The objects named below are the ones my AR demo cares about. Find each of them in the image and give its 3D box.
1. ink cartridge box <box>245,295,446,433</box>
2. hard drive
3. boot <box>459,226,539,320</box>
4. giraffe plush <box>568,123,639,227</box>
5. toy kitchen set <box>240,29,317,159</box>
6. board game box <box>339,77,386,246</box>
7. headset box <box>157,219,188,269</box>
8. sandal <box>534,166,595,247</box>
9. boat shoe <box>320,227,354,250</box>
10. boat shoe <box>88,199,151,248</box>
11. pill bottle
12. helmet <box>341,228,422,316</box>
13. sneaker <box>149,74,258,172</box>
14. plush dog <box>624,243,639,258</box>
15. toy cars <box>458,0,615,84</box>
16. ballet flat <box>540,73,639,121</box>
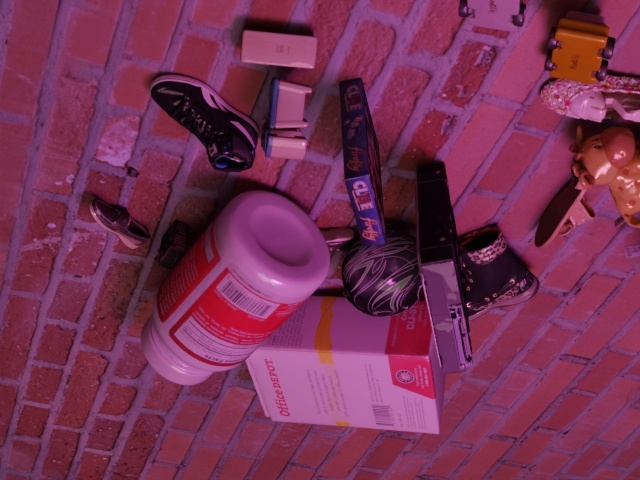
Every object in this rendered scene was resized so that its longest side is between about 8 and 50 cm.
[{"bbox_3d":[0.061,0.260,2.241,0.384,0.160,0.279,2,138,13],"label":"ink cartridge box"},{"bbox_3d":[0.218,0.043,1.882,0.064,0.339,0.237,-10,122,9],"label":"hard drive"},{"bbox_3d":[0.304,0.071,2.148,0.236,0.085,0.178,-19,128,25],"label":"boot"},{"bbox_3d":[0.524,-0.137,1.845,0.170,0.181,0.210,27,109,-21],"label":"giraffe plush"},{"bbox_3d":[-0.083,-0.250,1.797,0.122,0.166,0.207,5,101,-7],"label":"toy kitchen set"},{"bbox_3d":[0.072,-0.134,1.790,0.042,0.243,0.165,-9,137,9],"label":"board game box"},{"bbox_3d":[-0.288,0.012,2.061,0.032,0.083,0.062,23,132,-24],"label":"headset box"},{"bbox_3d":[0.488,-0.064,1.992,0.079,0.088,0.240,14,131,-8],"label":"sandal"},{"bbox_3d":[0.000,0.001,2.082,0.133,0.049,0.042,-1,130,-7],"label":"boat shoe"},{"bbox_3d":[-0.385,-0.039,2.031,0.049,0.056,0.152,-25,142,18],"label":"boat shoe"},{"bbox_3d":[-0.180,0.107,2.039,0.229,0.229,0.408,24,132,-25],"label":"pill bottle"},{"bbox_3d":[0.126,0.058,2.068,0.169,0.169,0.161,4,142,-5],"label":"helmet"},{"bbox_3d":[-0.196,-0.193,1.809,0.217,0.121,0.079,27,130,-27],"label":"sneaker"},{"bbox_3d":[0.737,0.023,2.048,0.225,0.210,0.262,18,120,-45],"label":"plush dog"},{"bbox_3d":[0.342,-0.355,1.639,0.393,0.087,0.176,22,167,-37],"label":"toy cars"},{"bbox_3d":[0.501,-0.239,1.808,0.241,0.077,0.091,-1,137,0],"label":"ballet flat"}]
